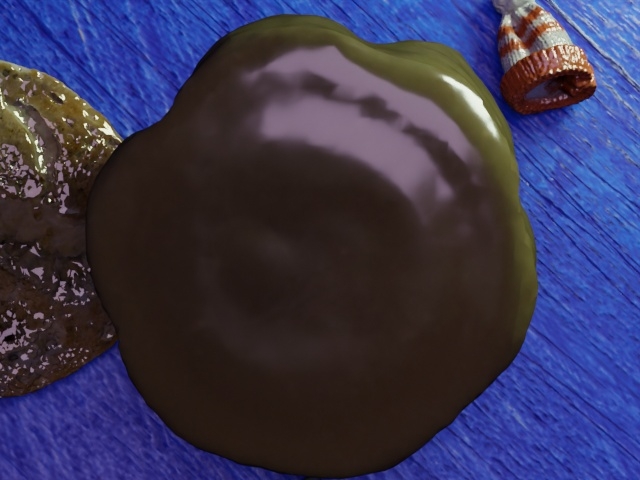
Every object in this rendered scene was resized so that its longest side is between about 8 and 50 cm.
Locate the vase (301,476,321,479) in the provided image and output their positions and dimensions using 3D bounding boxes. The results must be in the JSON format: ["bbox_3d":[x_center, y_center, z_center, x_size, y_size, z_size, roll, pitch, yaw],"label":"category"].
[{"bbox_3d":[0.029,0.357,1.815,0.096,0.096,0.219,-36,80,-8],"label":"vase"}]

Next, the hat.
[{"bbox_3d":[0.242,-0.232,1.944,0.112,0.093,0.162,-13,62,-15],"label":"hat"}]

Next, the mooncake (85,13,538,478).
[{"bbox_3d":[0.000,0.000,1.744,0.467,0.262,0.467,0,102,1],"label":"mooncake"}]

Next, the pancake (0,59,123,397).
[{"bbox_3d":[-0.366,-0.011,1.822,0.386,0.082,0.387,-3,99,-19],"label":"pancake"}]
